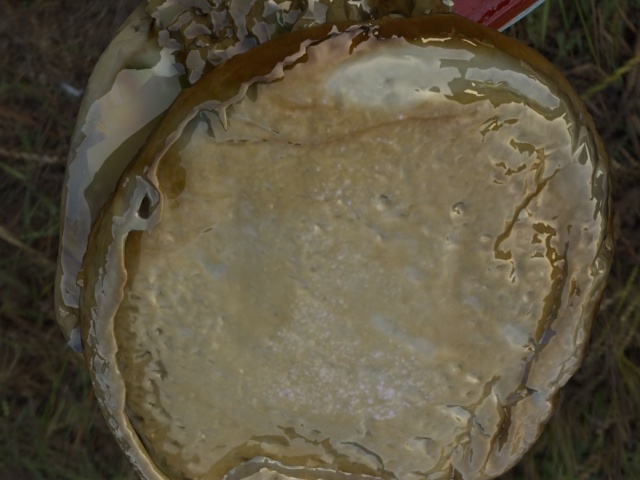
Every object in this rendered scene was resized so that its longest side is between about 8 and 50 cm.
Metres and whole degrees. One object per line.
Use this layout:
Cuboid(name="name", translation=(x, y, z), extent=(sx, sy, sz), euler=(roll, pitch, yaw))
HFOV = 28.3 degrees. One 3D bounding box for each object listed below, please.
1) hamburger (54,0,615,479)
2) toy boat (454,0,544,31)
Cuboid(name="hamburger", translation=(0.000, 0.000, 0.563), extent=(0.243, 0.146, 0.286), euler=(-37, 114, -6))
Cuboid(name="toy boat", translation=(0.279, -0.392, 1.661), extent=(0.332, 0.133, 0.145), euler=(-41, 82, 16))
